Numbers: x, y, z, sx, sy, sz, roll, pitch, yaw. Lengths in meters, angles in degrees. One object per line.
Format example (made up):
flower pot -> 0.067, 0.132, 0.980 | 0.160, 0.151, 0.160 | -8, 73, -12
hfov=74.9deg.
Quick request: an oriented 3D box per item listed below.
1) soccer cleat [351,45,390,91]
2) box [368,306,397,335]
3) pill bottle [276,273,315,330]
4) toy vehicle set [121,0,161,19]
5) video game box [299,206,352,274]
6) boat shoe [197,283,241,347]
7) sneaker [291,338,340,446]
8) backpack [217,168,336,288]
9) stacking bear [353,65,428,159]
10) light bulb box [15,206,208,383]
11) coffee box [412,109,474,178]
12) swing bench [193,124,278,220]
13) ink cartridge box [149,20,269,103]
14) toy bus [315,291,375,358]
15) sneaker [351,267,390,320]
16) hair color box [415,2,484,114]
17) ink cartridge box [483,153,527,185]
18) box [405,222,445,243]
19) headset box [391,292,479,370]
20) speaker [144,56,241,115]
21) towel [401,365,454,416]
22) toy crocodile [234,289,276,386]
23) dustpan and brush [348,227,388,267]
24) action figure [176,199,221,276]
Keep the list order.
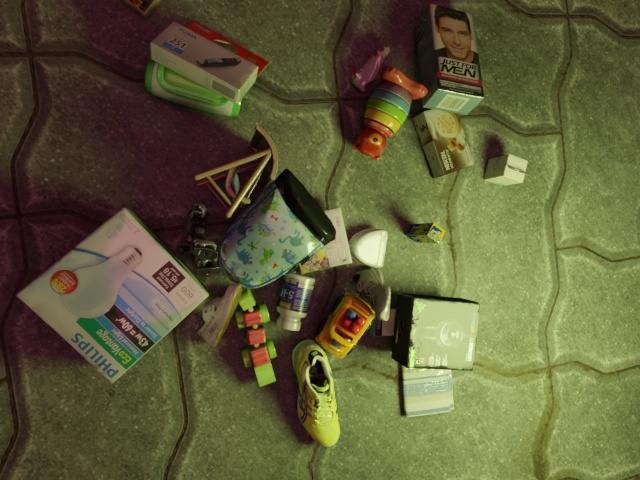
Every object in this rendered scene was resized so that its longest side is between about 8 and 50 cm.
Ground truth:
soccer cleat -> 0.192, -0.634, 1.541 | 0.196, 0.068, 0.076 | -48, 116, -8
box -> 0.306, 0.301, 1.572 | 0.244, 0.060, 0.101 | 2, 90, -14
pill bottle -> -0.091, 0.210, 1.444 | 0.111, 0.112, 0.187 | 13, 87, -14
toy vehicle set -> -0.561, -0.878, 1.356 | 0.166, 0.035, 0.267 | 34, 82, -12
video game box -> 0.000, 0.000, 1.482 | 0.187, 0.048, 0.205 | -12, 93, -3
boat shoe -> -0.333, 0.232, 1.334 | 0.096, 0.098, 0.277 | 30, 121, 1
sneaker -> -0.014, 0.543, 1.448 | 0.145, 0.147, 0.385 | -16, 95, -15
backpack -> -0.167, -0.004, 1.355 | 0.355, 0.273, 0.290 | -31, 107, 18
stacking bear -> 0.225, -0.438, 1.500 | 0.175, 0.164, 0.289 | 26, 95, -14
light bulb box -> -0.592, 0.152, 1.257 | 0.361, 0.225, 0.358 | -44, 100, -11
coffee box -> 0.465, -0.377, 1.589 | 0.141, 0.098, 0.247 | -20, 95, -14
swing bench -> -0.250, -0.205, 1.328 | 0.254, 0.253, 0.165 | -40, 100, -10
ink cartridge box -> -0.335, -0.592, 1.321 | 0.296, 0.066, 0.261 | 27, 55, -4
toy bus -> 0.089, 0.299, 1.425 | 0.149, 0.211, 0.220 | 35, 87, 1
sneaker -> 0.171, 0.188, 1.443 | 0.115, 0.281, 0.105 | -1, 111, -5
hair color box -> 0.467, -0.661, 1.529 | 0.185, 0.113, 0.375 | 5, 71, -15
ink cartridge box -> 0.729, -0.274, 1.635 | 0.092, 0.143, 0.090 | 15, 87, -14
box -> 0.382, -0.027, 1.534 | 0.059, 0.169, 0.054 | 32, 82, -13
headset box -> 0.400, 0.323, 1.498 | 0.282, 0.131, 0.247 | 8, 88, -14
speaker -> -0.402, -0.497, 1.354 | 0.296, 0.131, 0.131 | 12, 87, -14
towel -> 0.411, 0.531, 1.616 | 0.209, 0.034, 0.285 | -4, 89, -12
toy crocodile -> -0.219, 0.329, 1.415 | 0.115, 0.105, 0.341 | -11, 94, -14
dustpan and brush -> 0.132, 0.022, 1.536 | 0.211, 0.060, 0.147 | 4, 100, -21
action figure -> -0.384, -0.016, 1.301 | 0.099, 0.285, 0.185 | 1, 123, -30
